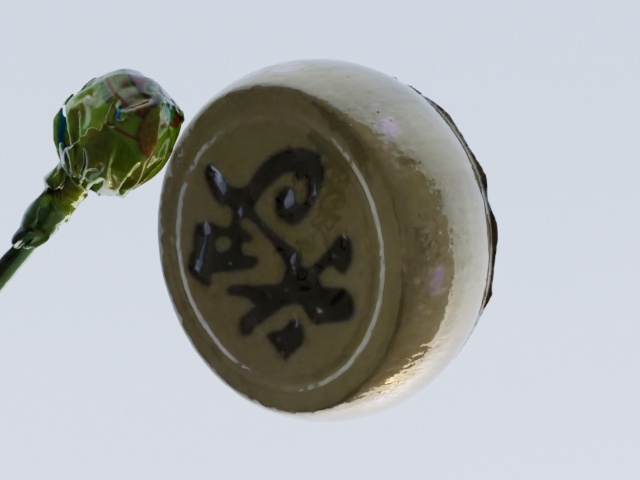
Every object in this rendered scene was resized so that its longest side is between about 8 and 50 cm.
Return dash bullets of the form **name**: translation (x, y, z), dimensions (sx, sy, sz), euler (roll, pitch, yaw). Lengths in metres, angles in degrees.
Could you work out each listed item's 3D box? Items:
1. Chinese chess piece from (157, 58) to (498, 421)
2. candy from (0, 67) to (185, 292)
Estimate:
- **Chinese chess piece**: translation (0.000, 0.000, 1.400), dimensions (0.257, 0.104, 0.257), euler (9, -76, 39)
- **candy**: translation (-0.187, -0.005, 1.286), dimensions (0.073, 0.077, 0.262), euler (36, -72, -20)
